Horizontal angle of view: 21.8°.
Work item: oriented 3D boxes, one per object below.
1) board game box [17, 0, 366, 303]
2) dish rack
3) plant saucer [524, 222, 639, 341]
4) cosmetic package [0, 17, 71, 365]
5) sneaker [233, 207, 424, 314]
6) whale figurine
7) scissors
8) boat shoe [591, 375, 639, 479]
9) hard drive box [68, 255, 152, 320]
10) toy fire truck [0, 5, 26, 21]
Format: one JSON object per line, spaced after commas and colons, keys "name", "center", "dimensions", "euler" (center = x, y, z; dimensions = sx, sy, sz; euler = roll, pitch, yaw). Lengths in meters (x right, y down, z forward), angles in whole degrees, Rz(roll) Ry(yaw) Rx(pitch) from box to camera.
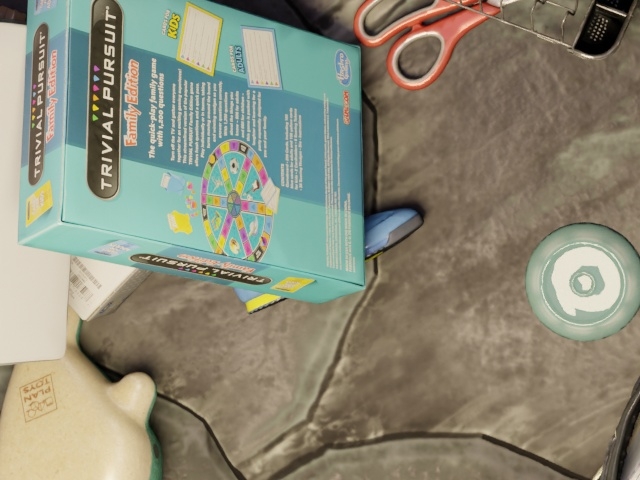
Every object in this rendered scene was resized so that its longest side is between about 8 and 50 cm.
{"name": "board game box", "center": [-0.112, -0.095, 1.547], "dimensions": [0.079, 0.336, 0.254], "euler": [-22, 62, 48]}
{"name": "dish rack", "center": [0.195, -0.305, 1.607], "dimensions": [0.271, 0.074, 0.208], "euler": [23, 90, 12]}
{"name": "plant saucer", "center": [0.262, 0.042, 1.650], "dimensions": [0.119, 0.021, 0.119], "euler": [1, 93, 13]}
{"name": "cosmetic package", "center": [-0.479, -0.060, 1.585], "dimensions": [0.393, 0.327, 0.329], "euler": [9, 97, 42]}
{"name": "sneaker", "center": [0.000, 0.000, 1.684], "dimensions": [0.209, 0.069, 0.082], "euler": [-24, 84, 13]}
{"name": "whale figurine", "center": [-0.258, 0.194, 1.740], "dimensions": [0.216, 0.141, 0.272], "euler": [-26, 63, 13]}
{"name": "scissors", "center": [0.175, -0.253, 1.652], "dimensions": [0.297, 0.021, 0.109], "euler": [-28, 87, 14]}
{"name": "boat shoe", "center": [0.359, 0.162, 1.588], "dimensions": [0.127, 0.113, 0.340], "euler": [38, 101, 8]}
{"name": "hard drive box", "center": [-0.211, -0.062, 1.717], "dimensions": [0.232, 0.089, 0.181], "euler": [-44, 84, 12]}
{"name": "toy fire truck", "center": [-0.324, -0.190, 1.709], "dimensions": [0.192, 0.047, 0.135], "euler": [-28, 66, 32]}
